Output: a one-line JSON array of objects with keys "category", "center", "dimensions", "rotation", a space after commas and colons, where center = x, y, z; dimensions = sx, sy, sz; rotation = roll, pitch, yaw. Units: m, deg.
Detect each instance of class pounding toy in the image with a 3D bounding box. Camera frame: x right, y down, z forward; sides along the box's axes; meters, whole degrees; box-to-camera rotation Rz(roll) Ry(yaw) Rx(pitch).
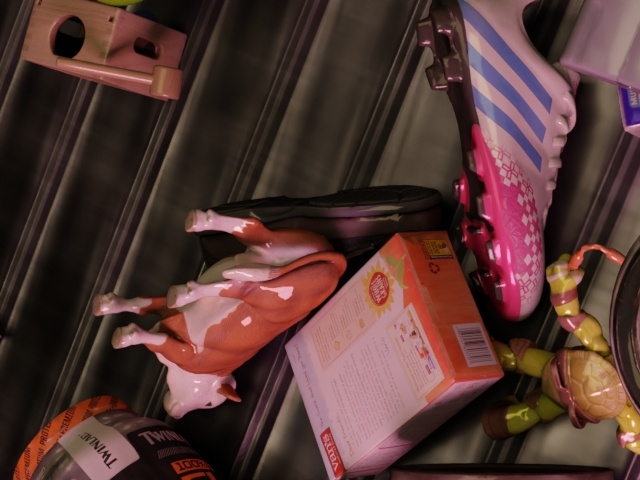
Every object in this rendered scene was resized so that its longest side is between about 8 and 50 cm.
[{"category": "pounding toy", "center": [-0.226, -0.219, 1.568], "dimensions": [0.206, 0.181, 0.094], "rotation": [17, 93, 31]}]

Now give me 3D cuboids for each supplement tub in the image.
[{"category": "supplement tub", "center": [-0.168, 0.318, 1.463], "dimensions": [0.316, 0.193, 0.193], "rotation": [42, 105, 26]}]

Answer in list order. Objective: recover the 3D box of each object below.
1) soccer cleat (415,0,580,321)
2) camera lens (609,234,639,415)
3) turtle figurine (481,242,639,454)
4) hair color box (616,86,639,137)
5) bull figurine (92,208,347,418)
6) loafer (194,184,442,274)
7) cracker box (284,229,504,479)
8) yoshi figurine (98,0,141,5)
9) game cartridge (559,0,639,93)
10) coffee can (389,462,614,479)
[{"category": "soccer cleat", "center": [0.194, -0.092, 1.350], "dimensions": [0.143, 0.116, 0.331], "rotation": [-12, 93, -10]}, {"category": "camera lens", "center": [0.371, 0.060, 1.110], "dimensions": [0.219, 0.274, 0.219], "rotation": [4, 97, 36]}, {"category": "turtle figurine", "center": [0.238, 0.136, 1.279], "dimensions": [0.217, 0.087, 0.269], "rotation": [-15, 114, 46]}, {"category": "hair color box", "center": [0.433, -0.160, 1.173], "dimensions": [0.338, 0.185, 0.110], "rotation": [-10, 79, 30]}, {"category": "bull figurine", "center": [-0.109, 0.076, 1.431], "dimensions": [0.310, 0.188, 0.101], "rotation": [-43, 48, 38]}, {"category": "loafer", "center": [0.000, 0.000, 1.470], "dimensions": [0.302, 0.109, 0.095], "rotation": [-3, 102, 36]}, {"category": "cracker box", "center": [0.064, 0.115, 1.366], "dimensions": [0.232, 0.067, 0.156], "rotation": [-46, 55, 46]}, {"category": "yoshi figurine", "center": [-0.129, -0.354, 1.499], "dimensions": [0.362, 0.203, 0.203], "rotation": [-12, 67, 9]}, {"category": "game cartridge", "center": [0.349, -0.181, 1.088], "dimensions": [0.297, 0.062, 0.198], "rotation": [25, 101, 30]}, {"category": "coffee can", "center": [0.163, 0.341, 1.262], "dimensions": [0.201, 0.201, 0.275], "rotation": [-4, 83, 30]}]
